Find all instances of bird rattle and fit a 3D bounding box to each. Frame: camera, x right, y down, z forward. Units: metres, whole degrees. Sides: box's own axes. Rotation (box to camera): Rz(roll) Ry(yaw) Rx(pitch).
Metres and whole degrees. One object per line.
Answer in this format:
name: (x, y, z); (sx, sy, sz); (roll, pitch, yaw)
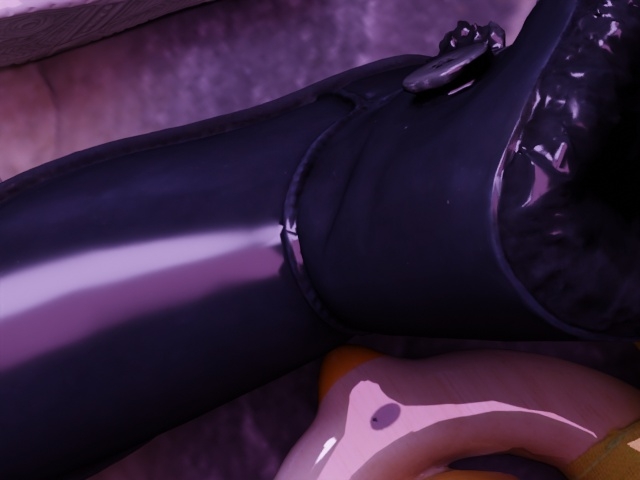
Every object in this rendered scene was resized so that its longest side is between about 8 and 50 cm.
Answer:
bird rattle: (0.077, 0.129, 0.467); (0.207, 0.143, 0.253); (10, 86, 10)

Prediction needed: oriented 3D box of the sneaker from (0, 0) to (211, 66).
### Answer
sneaker: (-0.088, -0.119, 0.530); (0.152, 0.058, 0.085); (-20, 82, -14)

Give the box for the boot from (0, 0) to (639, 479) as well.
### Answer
boot: (0.000, 0.000, 0.405); (0.246, 0.207, 0.094); (-27, 99, -24)

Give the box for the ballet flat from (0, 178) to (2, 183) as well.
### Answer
ballet flat: (-0.164, -0.029, 0.489); (0.203, 0.074, 0.074); (25, 74, 5)
